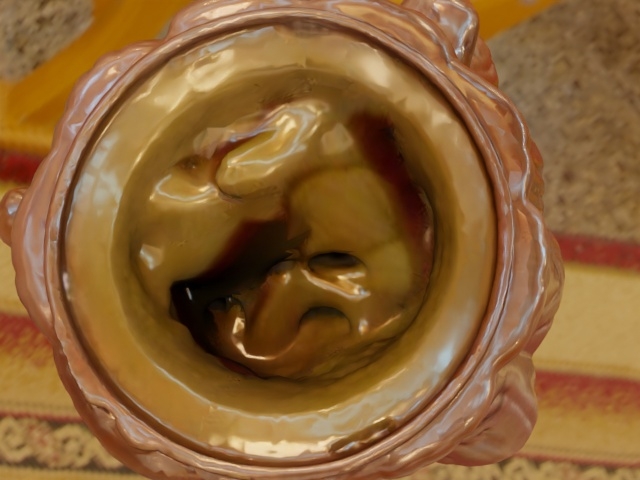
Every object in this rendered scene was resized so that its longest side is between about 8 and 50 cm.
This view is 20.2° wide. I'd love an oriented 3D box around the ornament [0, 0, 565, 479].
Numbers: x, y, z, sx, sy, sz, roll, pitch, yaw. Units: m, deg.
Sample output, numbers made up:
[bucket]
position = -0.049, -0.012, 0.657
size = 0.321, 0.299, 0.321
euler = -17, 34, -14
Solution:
[ornament]
position = 0.000, 0.000, 0.690
size = 0.235, 0.217, 0.221
euler = 38, 92, 4
